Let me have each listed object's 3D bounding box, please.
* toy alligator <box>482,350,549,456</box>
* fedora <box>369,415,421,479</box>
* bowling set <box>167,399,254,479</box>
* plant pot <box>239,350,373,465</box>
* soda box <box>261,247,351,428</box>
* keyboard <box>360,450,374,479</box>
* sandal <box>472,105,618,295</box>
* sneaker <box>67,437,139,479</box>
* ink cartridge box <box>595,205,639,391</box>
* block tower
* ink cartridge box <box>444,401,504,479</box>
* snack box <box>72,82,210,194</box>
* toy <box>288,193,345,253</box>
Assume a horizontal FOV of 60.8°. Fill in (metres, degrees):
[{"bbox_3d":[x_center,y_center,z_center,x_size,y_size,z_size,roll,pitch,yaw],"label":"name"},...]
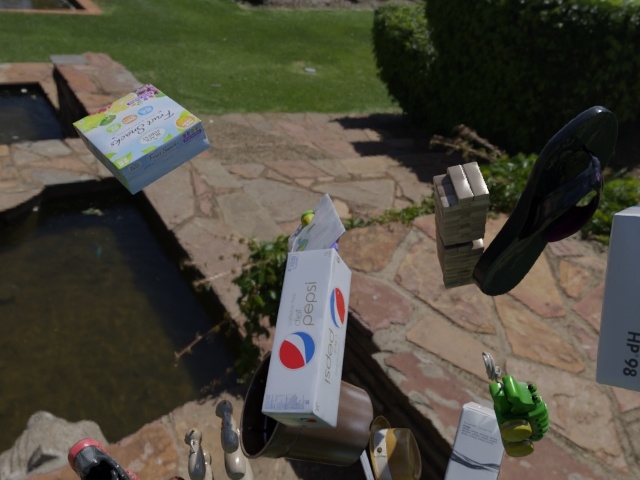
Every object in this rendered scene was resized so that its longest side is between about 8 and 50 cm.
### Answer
[{"bbox_3d":[0.200,0.164,0.546,0.052,0.189,0.056,-15,43,12],"label":"toy alligator"},{"bbox_3d":[0.174,0.482,1.213,0.079,0.194,0.194,-19,28,19],"label":"fedora"},{"bbox_3d":[-0.268,0.498,1.265,0.200,0.286,0.154,-11,37,-11],"label":"bowling set"},{"bbox_3d":[-0.018,0.276,0.862,0.165,0.167,0.167,24,28,-21],"label":"plant pot"},{"bbox_3d":[-0.012,0.120,0.693,0.069,0.074,0.216,-6,57,23],"label":"soda box"},{"bbox_3d":[0.105,0.554,1.448,0.014,0.255,0.072,-16,7,9],"label":"keyboard"},{"bbox_3d":[0.471,-0.048,1.097,0.168,0.445,0.107,2,35,-30],"label":"sandal"},{"bbox_3d":[-0.562,0.654,1.472,0.098,0.276,0.135,-43,29,-23],"label":"sneaker"},{"bbox_3d":[0.216,0.032,0.344,0.060,0.104,0.180,7,8,32],"label":"ink cartridge box"},{"bbox_3d":[0.304,-0.021,1.196,0.091,0.335,0.097,-11,52,6],"label":"block tower"},{"bbox_3d":[0.380,0.548,1.334,0.114,0.272,0.197,13,-8,24],"label":"ink cartridge box"},{"bbox_3d":[-0.339,-0.200,1.036,0.175,0.070,0.207,-38,54,-21],"label":"snack box"},{"bbox_3d":[0.000,0.000,1.102,0.056,0.137,0.237,37,13,-22],"label":"toy"}]
